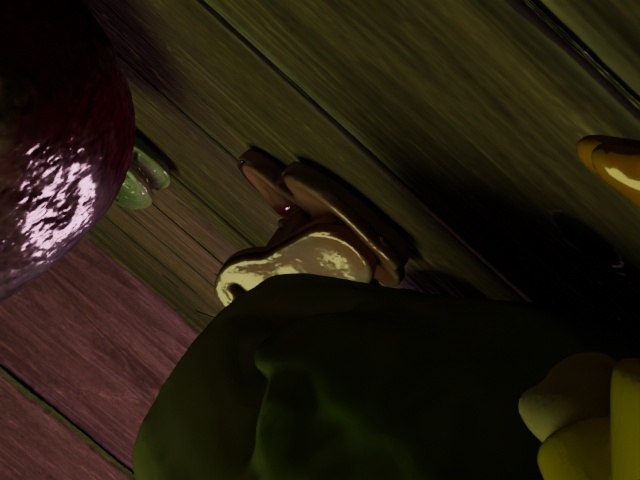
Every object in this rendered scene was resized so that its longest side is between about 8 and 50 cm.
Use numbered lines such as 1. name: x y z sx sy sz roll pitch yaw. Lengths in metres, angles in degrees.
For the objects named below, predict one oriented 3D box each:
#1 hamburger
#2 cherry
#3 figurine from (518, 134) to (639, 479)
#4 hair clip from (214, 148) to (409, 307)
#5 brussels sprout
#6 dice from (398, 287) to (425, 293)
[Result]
1. hamburger: -0.167 -0.064 1.232 0.084 0.054 0.121 40 164 3
2. cherry: -0.222 -0.065 0.895 0.203 0.230 0.300 62 154 1
3. figurine: 0.118 0.154 0.382 0.187 0.344 0.215 2 -166 -15
4. hair clip: 0.005 -0.008 0.888 0.123 0.102 0.138 40 139 -14
5. brussels sprout: 0.076 0.165 0.653 0.354 0.281 0.289 36 178 20
6. dice: 0.066 0.154 0.892 0.191 0.193 0.194 35 172 -5
